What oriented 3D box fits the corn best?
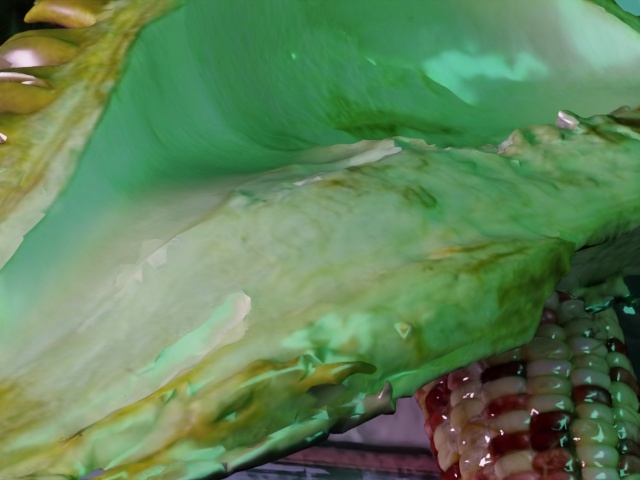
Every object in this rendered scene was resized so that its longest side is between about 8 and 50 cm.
[{"bbox_3d":[0.074,0.047,0.640,0.086,0.086,0.253,8,49,-25],"label":"corn"}]

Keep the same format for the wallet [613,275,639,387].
[{"bbox_3d":[0.148,0.012,0.752,0.149,0.044,0.250,1,51,-27],"label":"wallet"}]

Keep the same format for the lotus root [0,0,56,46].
[{"bbox_3d":[-0.043,-0.112,0.635,0.188,0.199,0.180,29,40,6],"label":"lotus root"}]

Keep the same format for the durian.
[{"bbox_3d":[-0.003,0.010,0.478,0.198,0.163,0.394,28,28,25],"label":"durian"}]
